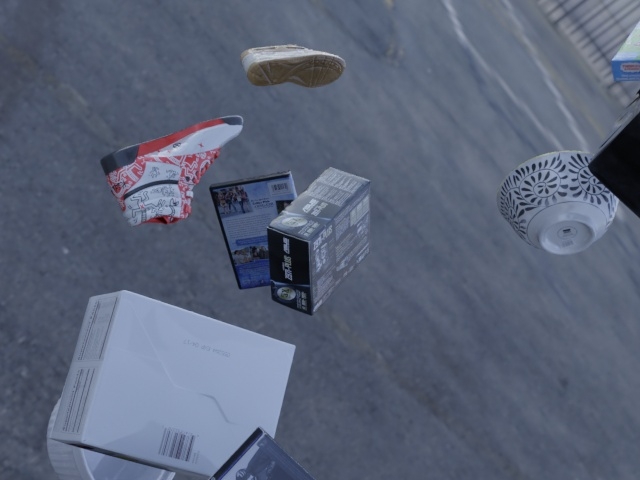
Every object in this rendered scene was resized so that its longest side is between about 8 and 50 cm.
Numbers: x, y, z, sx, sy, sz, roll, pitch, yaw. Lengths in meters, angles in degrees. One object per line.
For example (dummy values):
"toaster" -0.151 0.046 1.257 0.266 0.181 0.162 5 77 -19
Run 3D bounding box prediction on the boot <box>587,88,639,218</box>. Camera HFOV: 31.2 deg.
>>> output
"boot" 0.505 -0.073 1.272 0.367 0.146 0.445 27 23 11

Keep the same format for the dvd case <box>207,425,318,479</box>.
"dvd case" -0.093 0.362 1.343 0.179 0.238 0.029 47 -8 -23

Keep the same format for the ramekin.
"ramekin" -0.320 0.300 1.753 0.207 0.109 0.207 15 71 -48

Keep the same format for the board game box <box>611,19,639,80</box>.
"board game box" 0.529 -0.296 1.636 0.211 0.160 0.039 -49 131 -39

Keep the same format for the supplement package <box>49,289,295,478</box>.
"supplement package" -0.199 0.205 1.549 0.262 0.145 0.204 21 74 -25

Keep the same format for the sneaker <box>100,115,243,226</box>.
"sneaker" -0.232 -0.114 1.961 0.270 0.090 0.145 -23 93 -30

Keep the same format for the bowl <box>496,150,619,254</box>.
"bowl" 0.323 -0.033 1.528 0.170 0.170 0.080 39 38 -36

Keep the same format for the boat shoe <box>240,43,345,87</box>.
"boat shoe" -0.042 -0.268 1.716 0.170 0.063 0.059 -4 44 -34

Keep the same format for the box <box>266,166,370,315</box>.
"box" 0.000 0.000 1.754 0.077 0.147 0.180 20 44 25

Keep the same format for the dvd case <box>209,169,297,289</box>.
"dvd case" -0.121 -0.019 2.455 0.022 0.180 0.253 -72 151 -62
